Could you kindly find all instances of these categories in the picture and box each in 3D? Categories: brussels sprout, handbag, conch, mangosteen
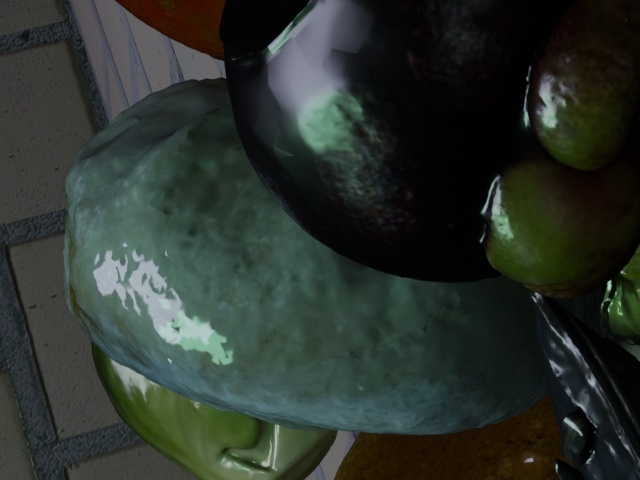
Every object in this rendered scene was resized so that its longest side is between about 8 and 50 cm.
[{"bbox_3d":[-0.107,0.129,1.861,0.354,0.281,0.289,58,162,26],"label":"brussels sprout"},{"bbox_3d":[0.198,0.158,0.894,0.254,0.089,0.211,63,-173,36],"label":"handbag"},{"bbox_3d":[0.178,0.016,0.895,0.074,0.089,0.121,27,169,22],"label":"conch"},{"bbox_3d":[0.088,-0.108,0.807,0.233,0.287,0.287,37,-176,-24],"label":"mangosteen"}]

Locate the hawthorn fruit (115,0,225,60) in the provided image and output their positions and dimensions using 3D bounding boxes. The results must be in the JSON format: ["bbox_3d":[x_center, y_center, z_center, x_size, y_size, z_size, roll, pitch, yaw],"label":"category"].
[{"bbox_3d":[-0.048,-0.258,1.065,0.316,0.316,0.316,165,90,-78],"label":"hawthorn fruit"}]

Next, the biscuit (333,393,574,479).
[{"bbox_3d":[0.097,0.187,1.123,0.049,0.257,0.273,42,-149,-27],"label":"biscuit"}]

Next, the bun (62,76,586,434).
[{"bbox_3d":[0.000,0.000,1.078,0.362,0.362,0.211,-152,64,-73],"label":"bun"}]
